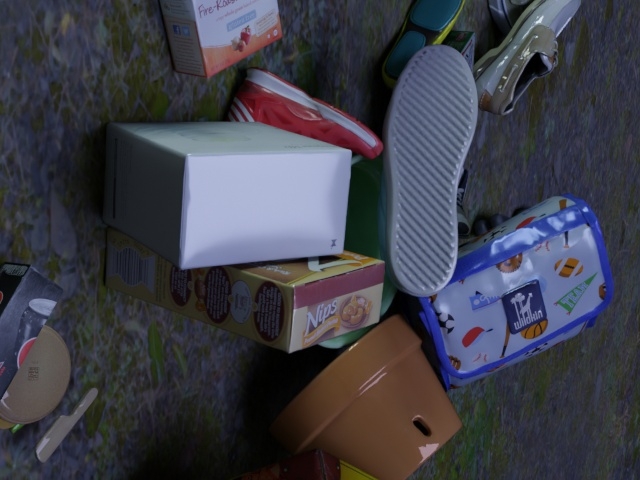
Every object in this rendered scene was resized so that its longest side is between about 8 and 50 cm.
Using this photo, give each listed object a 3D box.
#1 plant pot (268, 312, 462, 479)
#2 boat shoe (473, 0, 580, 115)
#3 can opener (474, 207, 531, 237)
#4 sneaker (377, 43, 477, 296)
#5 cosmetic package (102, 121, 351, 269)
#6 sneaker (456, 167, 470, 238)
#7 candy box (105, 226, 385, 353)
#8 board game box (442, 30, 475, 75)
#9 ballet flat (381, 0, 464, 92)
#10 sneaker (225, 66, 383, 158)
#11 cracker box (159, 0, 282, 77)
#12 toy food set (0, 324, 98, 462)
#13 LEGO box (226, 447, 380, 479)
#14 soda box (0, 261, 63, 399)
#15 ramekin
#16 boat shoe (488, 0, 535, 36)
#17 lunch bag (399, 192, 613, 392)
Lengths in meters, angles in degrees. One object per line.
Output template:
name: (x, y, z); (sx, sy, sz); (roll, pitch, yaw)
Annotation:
plant pot: (0.088, 0.288, 1.610); (0.291, 0.203, 0.291); (-39, 167, -11)
boat shoe: (0.404, -0.358, 1.908); (0.302, 0.103, 0.113); (-48, 152, -4)
can opener: (0.417, -0.027, 2.182); (0.280, 0.074, 0.093); (5, 65, -56)
sneaker: (0.138, -0.100, 1.471); (0.135, 0.150, 0.366); (10, 84, -11)
cosmetic package: (-0.118, -0.065, 1.226); (0.224, 0.225, 0.138); (-5, 109, -35)
sneaker: (0.221, -0.080, 1.802); (0.235, 0.094, 0.153); (10, 82, -85)
candy box: (-0.100, 0.043, 1.263); (0.183, 0.316, 0.087); (-13, 114, -51)
board game box: (0.223, -0.230, 1.734); (0.317, 0.046, 0.213); (-56, 148, -63)
ballet flat: (0.174, -0.345, 1.710); (0.231, 0.077, 0.077); (-57, 163, -17)
sneaker: (-0.031, -0.141, 1.409); (0.128, 0.221, 0.087); (-61, 174, 0)
cracker box: (-0.135, -0.345, 1.275); (0.156, 0.067, 0.232); (-39, 132, -39)
toy food set: (-0.360, 0.161, 1.204); (0.132, 0.038, 0.192); (-53, 129, -35)
LEGO box: (-0.034, 0.507, 1.472); (0.500, 0.372, 0.193); (41, 30, -52)
soda box: (-0.362, 0.110, 1.124); (0.060, 0.053, 0.169); (48, 57, -41)
ramekin: (0.000, 0.000, 1.530); (0.303, 0.148, 0.303); (-25, 123, -47)
boat shoe: (0.373, -0.502, 1.889); (0.109, 0.094, 0.302); (-55, 142, -25)
lunch bag: (0.312, 0.090, 1.723); (0.328, 0.239, 0.385); (-25, 157, -3)
